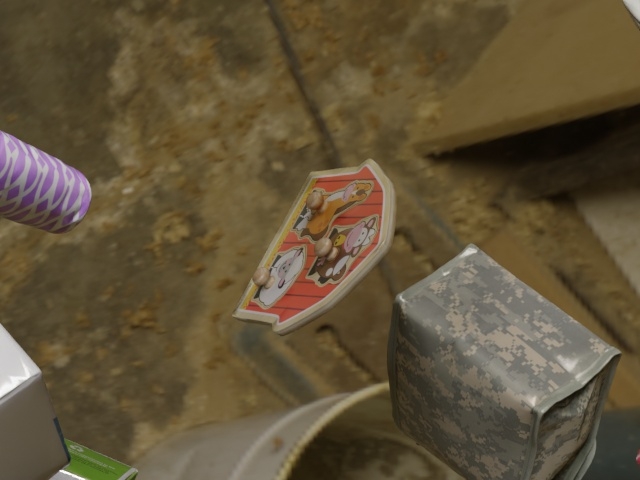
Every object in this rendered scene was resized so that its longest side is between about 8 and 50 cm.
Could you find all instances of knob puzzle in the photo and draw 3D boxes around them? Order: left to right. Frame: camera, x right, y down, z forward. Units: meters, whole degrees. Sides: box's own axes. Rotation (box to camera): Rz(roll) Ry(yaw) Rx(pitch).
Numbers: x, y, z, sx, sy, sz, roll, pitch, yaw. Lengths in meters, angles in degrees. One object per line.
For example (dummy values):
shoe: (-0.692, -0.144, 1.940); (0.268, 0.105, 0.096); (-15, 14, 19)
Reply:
knob puzzle: (0.000, 0.000, 1.420); (0.030, 0.213, 0.213); (38, 66, -27)

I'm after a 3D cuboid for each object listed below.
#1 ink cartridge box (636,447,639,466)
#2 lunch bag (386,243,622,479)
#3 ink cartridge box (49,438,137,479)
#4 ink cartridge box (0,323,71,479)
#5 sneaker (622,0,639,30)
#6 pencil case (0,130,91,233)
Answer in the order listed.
ink cartridge box: (0.202, 0.032, 0.471); (0.127, 0.175, 0.072); (-17, 64, -41)
lunch bag: (0.207, 0.192, 1.826); (0.169, 0.287, 0.235); (-32, 55, -32)
ink cartridge box: (-0.228, 0.325, 1.544); (0.255, 0.097, 0.189); (22, 98, 5)
ink cartridge box: (-0.344, 0.113, 1.229); (0.168, 0.171, 0.233); (-36, 64, -20)
sneaker: (0.368, -0.156, 1.204); (0.152, 0.305, 0.114); (30, 81, -42)
pencil case: (-0.334, -0.068, 1.646); (0.086, 0.088, 0.206); (-58, 149, -1)
